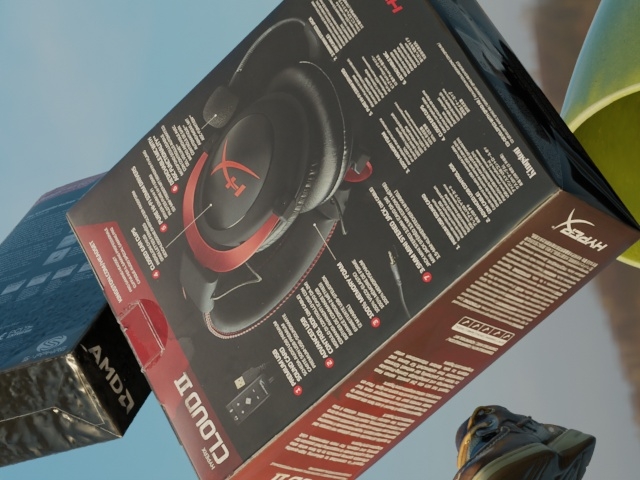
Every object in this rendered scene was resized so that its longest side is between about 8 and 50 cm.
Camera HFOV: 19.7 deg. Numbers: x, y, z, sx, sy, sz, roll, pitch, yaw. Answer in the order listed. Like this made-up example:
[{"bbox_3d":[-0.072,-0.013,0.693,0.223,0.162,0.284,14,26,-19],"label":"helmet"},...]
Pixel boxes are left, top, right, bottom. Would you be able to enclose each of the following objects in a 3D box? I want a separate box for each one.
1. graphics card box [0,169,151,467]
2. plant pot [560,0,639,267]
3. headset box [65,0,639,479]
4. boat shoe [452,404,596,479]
[{"bbox_3d":[-0.212,0.054,1.606,0.094,0.232,0.371,63,-151,-21],"label":"graphics card box"},{"bbox_3d":[0.337,-0.163,1.552,0.275,0.274,0.294,70,-156,-52],"label":"plant pot"},{"bbox_3d":[0.000,0.000,1.054,0.110,0.293,0.218,22,-150,-53],"label":"headset box"},{"bbox_3d":[0.200,0.248,2.047,0.342,0.123,0.123,-9,-55,-63],"label":"boat shoe"}]
